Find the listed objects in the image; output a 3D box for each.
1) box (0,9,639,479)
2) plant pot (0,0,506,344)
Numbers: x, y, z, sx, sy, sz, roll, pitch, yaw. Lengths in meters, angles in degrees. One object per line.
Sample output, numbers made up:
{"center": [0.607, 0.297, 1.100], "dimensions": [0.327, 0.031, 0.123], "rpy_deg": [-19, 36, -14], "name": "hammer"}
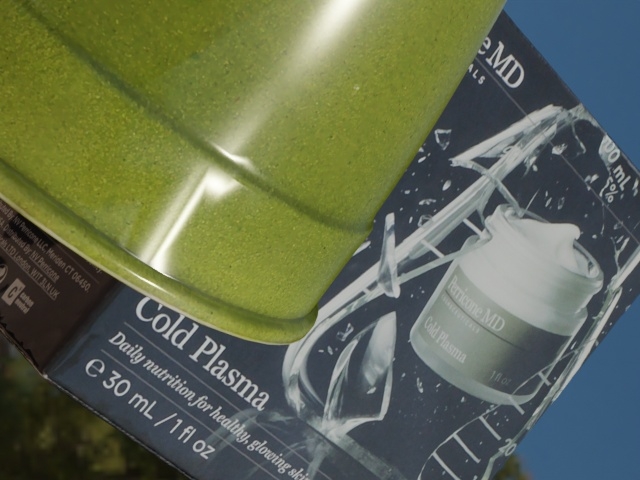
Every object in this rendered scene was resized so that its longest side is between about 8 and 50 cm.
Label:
{"center": [0.000, 0.000, 1.510], "dimensions": [0.472, 0.480, 0.297], "rpy_deg": [-52, -142, -4], "name": "box"}
{"center": [-0.033, -0.197, 0.874], "dimensions": [0.353, 0.366, 0.366], "rpy_deg": [-49, -150, 12], "name": "plant pot"}
